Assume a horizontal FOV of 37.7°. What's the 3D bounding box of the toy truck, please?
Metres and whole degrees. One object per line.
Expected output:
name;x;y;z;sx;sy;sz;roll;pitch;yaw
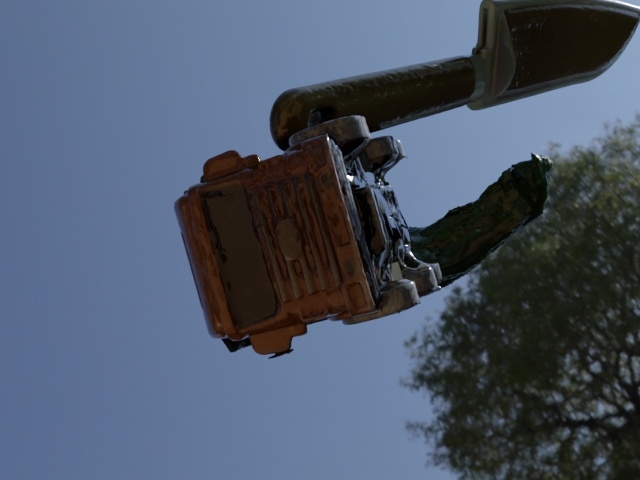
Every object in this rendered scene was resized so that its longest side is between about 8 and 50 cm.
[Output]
toy truck;0.000;0.000;0.442;0.092;0.192;0.083;-16;-92;12

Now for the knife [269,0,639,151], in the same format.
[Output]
knife;0.101;-0.104;0.522;0.343;0.027;0.061;-19;-60;-44

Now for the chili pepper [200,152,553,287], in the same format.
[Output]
chili pepper;0.043;-0.002;0.739;0.279;0.065;0.122;-5;-72;10
